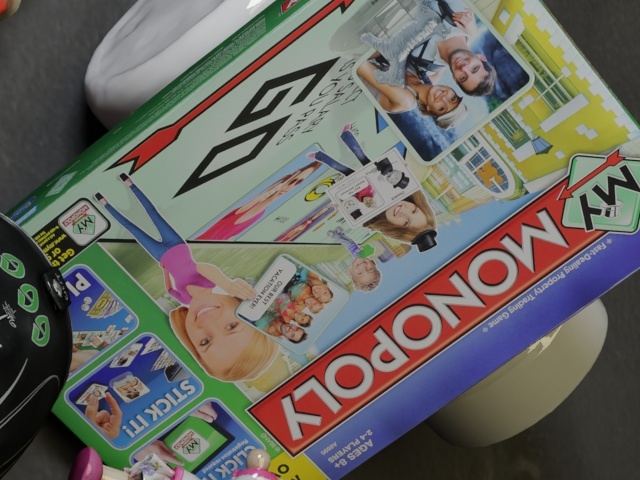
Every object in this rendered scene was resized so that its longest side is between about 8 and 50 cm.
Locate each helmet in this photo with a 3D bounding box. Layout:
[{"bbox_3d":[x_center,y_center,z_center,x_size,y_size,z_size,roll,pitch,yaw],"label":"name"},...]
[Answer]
[{"bbox_3d":[-0.204,0.057,0.768,0.161,0.169,0.169,-29,98,-60],"label":"helmet"}]

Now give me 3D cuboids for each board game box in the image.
[{"bbox_3d":[0.000,0.000,0.877,0.213,0.317,0.046,48,14,-21],"label":"board game box"}]

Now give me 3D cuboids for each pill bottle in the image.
[{"bbox_3d":[0.025,-0.028,0.983,0.301,0.169,0.169,49,51,-21],"label":"pill bottle"}]

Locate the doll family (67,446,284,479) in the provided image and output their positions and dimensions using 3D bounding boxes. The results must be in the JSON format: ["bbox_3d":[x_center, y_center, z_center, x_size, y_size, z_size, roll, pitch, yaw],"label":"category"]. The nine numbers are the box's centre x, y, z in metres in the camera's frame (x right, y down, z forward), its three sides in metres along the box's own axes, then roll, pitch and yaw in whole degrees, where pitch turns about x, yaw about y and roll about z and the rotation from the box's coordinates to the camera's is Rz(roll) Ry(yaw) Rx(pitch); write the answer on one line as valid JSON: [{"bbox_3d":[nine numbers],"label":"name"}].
[{"bbox_3d":[-0.078,0.233,0.865,0.163,0.118,0.263,22,58,-16],"label":"doll family"}]

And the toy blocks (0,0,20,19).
[{"bbox_3d":[-0.210,-0.145,0.881,0.123,0.054,0.148,52,50,-19],"label":"toy blocks"}]
